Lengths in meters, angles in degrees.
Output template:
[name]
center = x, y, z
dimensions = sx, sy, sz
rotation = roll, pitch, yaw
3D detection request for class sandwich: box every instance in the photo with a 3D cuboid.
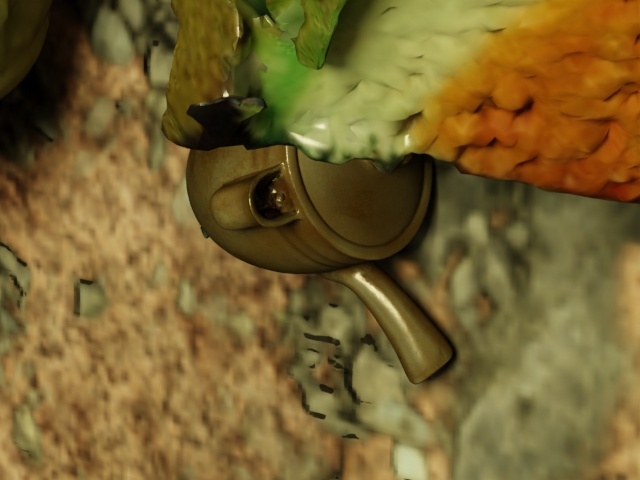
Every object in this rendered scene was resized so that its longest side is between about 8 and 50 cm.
[sandwich]
center = 0.121, -0.094, 0.406
dimensions = 0.292, 0.212, 0.109
rotation = -36, 46, 49

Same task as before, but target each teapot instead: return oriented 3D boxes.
[teapot]
center = 0.000, 0.000, 0.622
dimensions = 0.080, 0.085, 0.110
rotation = -11, 107, 45

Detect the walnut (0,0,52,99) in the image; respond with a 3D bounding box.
[walnut]
center = -0.230, -0.130, 0.691
dimensions = 0.282, 0.277, 0.253
rotation = -22, 73, 57
